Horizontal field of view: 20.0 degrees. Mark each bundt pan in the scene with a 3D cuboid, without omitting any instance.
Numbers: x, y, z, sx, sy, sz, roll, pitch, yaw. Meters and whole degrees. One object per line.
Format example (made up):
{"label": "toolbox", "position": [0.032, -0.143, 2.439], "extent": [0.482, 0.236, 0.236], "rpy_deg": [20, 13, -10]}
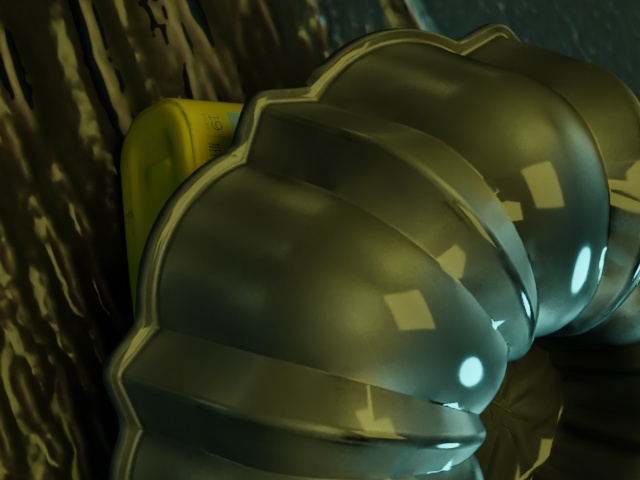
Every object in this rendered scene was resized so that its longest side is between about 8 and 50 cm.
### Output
{"label": "bundt pan", "position": [0.083, 0.074, 0.757], "extent": [0.331, 0.124, 0.331], "rpy_deg": [-5, 99, -33]}

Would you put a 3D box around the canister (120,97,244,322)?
{"label": "canister", "position": [0.000, 0.000, 0.822], "extent": [0.170, 0.073, 0.126], "rpy_deg": [1, 76, -35]}
